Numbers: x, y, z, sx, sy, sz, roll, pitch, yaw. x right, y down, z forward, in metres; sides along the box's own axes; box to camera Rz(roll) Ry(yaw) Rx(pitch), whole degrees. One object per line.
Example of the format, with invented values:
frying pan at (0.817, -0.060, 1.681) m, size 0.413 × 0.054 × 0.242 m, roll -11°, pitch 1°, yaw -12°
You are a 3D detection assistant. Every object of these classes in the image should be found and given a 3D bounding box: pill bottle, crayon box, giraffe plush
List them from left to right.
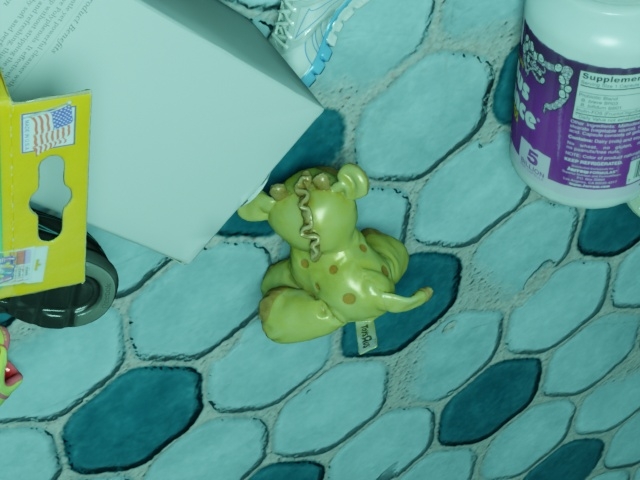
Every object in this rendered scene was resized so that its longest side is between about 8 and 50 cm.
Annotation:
crayon box at (-0.324, -0.028, 0.962) m, size 0.323 × 0.083 × 0.203 m, roll -12°, pitch 142°, yaw -21°
giraffe plush at (0.000, 0.000, 1.438) m, size 0.181 × 0.210 × 0.170 m, roll -26°, pitch 113°, yaw -9°
pill bottle at (0.285, -0.190, 1.443) m, size 0.169 × 0.169 × 0.301 m, roll -22°, pitch 140°, yaw -19°

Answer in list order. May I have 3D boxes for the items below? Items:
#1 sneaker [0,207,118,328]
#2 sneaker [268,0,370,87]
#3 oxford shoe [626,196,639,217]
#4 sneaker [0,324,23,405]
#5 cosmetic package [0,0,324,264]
sneaker at (-0.314, 0.016, 1.241) m, size 0.267 × 0.106 × 0.101 m, roll 10°, pitch 119°, yaw -18°
sneaker at (-0.016, -0.212, 1.273) m, size 0.083 × 0.071 × 0.190 m, roll 27°, pitch 102°, yaw -43°
oxford shoe at (0.459, -0.227, 1.590) m, size 0.130 × 0.169 × 0.449 m, roll -56°, pitch 167°, yaw -64°
sneaker at (-0.341, 0.099, 1.329) m, size 0.094 × 0.081 × 0.208 m, roll -36°, pitch 150°, yaw -14°
cosmetic package at (-0.195, -0.137, 1.126) m, size 0.197 × 0.155 × 0.365 m, roll -47°, pitch 142°, yaw 13°
